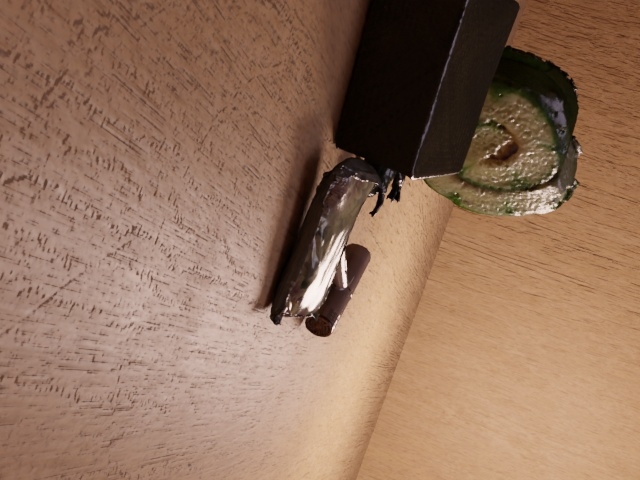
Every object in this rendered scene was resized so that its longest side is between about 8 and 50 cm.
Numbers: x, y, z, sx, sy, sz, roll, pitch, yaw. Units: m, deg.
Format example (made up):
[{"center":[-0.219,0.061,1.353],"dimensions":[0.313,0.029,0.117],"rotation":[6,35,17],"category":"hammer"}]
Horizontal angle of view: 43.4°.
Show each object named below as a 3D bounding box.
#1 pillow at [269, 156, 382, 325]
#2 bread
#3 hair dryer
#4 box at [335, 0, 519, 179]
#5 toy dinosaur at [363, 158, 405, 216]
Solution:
[{"center":[0.000,0.000,1.129],"dimensions":[0.255,0.059,0.169],"rotation":[-67,161,10],"category":"pillow"},{"center":[0.346,-0.197,1.566],"dimensions":[0.366,0.381,0.129],"rotation":[-44,-162,56],"category":"bread"},{"center":[0.030,0.019,1.343],"dimensions":[0.195,0.053,0.220],"rotation":[-59,155,-44],"category":"hair dryer"},{"center":[0.152,-0.240,1.153],"dimensions":[0.184,0.143,0.273],"rotation":[-15,126,-55],"category":"box"},{"center":[0.097,-0.134,1.287],"dimensions":[0.187,0.087,0.179],"rotation":[-58,163,-47],"category":"toy dinosaur"}]
